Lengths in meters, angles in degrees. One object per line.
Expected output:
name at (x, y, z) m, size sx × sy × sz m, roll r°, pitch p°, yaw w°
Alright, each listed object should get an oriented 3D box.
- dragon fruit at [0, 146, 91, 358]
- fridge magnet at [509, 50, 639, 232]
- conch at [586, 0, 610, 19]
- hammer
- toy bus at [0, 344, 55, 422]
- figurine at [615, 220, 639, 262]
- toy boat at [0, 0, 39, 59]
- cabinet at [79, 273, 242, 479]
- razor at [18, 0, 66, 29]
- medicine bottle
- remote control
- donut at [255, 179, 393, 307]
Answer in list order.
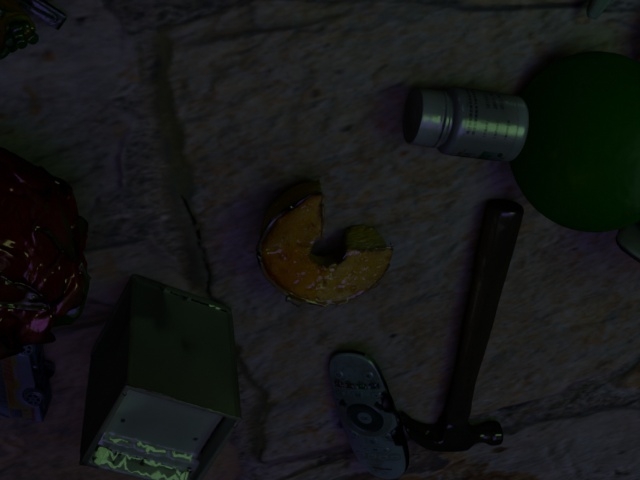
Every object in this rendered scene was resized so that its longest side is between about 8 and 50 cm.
dragon fruit at (-0.379, 0.003, 0.854) m, size 0.293 × 0.233 × 0.233 m, roll 23°, pitch 117°, yaw -31°
fridge magnet at (0.314, -0.112, 0.941) m, size 0.088 × 0.208 × 0.208 m, roll -13°, pitch 134°, yaw -46°
conch at (0.317, -0.327, 0.871) m, size 0.065 × 0.088 × 0.180 m, roll 25°, pitch 139°, yaw 25°
hammer at (0.221, 0.138, 1.165) m, size 0.168 × 0.044 × 0.439 m, roll -1°, pitch 123°, yaw -12°
toy bus at (-0.392, 0.151, 1.051) m, size 0.075 × 0.064 × 0.190 m, roll 2°, pitch 123°, yaw -4°
figurine at (0.508, -0.108, 0.937) m, size 0.324 × 0.231 × 0.340 m, roll 24°, pitch 125°, yaw 9°
toy boat at (-0.381, -0.194, 0.799) m, size 0.230 × 0.088 × 0.089 m, roll -11°, pitch 140°, yaw 9°
cabinet at (-0.200, 0.179, 1.016) m, size 0.145 × 0.206 × 0.150 m, roll 22°, pitch 116°, yaw -23°
razor at (-0.339, -0.268, 0.803) m, size 0.190 × 0.033 × 0.066 m, roll 32°, pitch 113°, yaw -27°
medicine bottle at (0.168, -0.137, 0.951) m, size 0.130 × 0.080 × 0.080 m, roll 5°, pitch 122°, yaw -13°
remote control at (0.076, 0.260, 1.210) m, size 0.098 × 0.045 × 0.256 m, roll 0°, pitch 126°, yaw 24°
donut at (-0.007, 0.008, 1.022) m, size 0.146 × 0.078 × 0.181 m, roll -42°, pitch 126°, yaw 19°
